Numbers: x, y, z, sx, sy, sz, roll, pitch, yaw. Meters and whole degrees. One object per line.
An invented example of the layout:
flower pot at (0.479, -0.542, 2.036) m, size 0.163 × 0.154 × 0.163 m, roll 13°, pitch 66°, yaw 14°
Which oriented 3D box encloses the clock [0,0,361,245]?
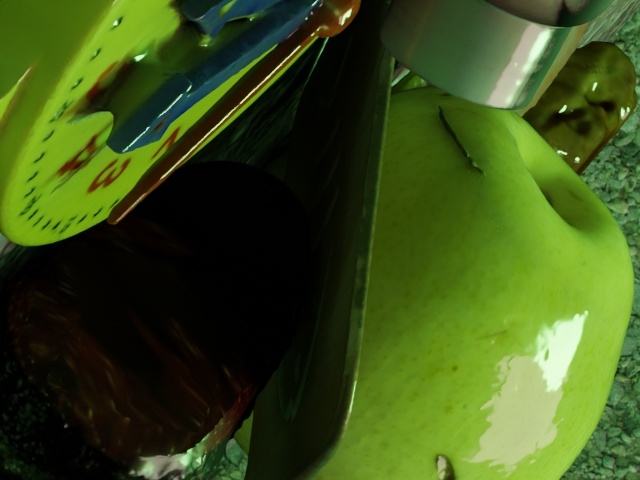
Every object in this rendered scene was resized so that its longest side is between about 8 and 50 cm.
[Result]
clock at (-0.017, -0.100, 0.651) m, size 0.277 × 0.071 × 0.293 m, roll -49°, pitch 175°, yaw 20°

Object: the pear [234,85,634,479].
pear at (0.067, 0.046, 1.256) m, size 0.309 × 0.309 × 0.309 m, roll -46°, pitch 175°, yaw -5°

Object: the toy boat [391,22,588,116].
toy boat at (0.132, -0.149, 1.422) m, size 0.318 × 0.099 × 0.141 m, roll -44°, pitch 147°, yaw -34°

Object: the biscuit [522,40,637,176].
biscuit at (0.087, -0.009, 1.674) m, size 0.342 × 0.166 × 0.395 m, roll -41°, pitch 171°, yaw -36°

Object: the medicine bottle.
medicine bottle at (0.099, -0.156, 0.817) m, size 0.119 × 0.094 × 0.188 m, roll -25°, pitch 145°, yaw -58°

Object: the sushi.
sushi at (-0.092, 0.056, 0.925) m, size 0.126 × 0.136 × 0.225 m, roll -49°, pitch -178°, yaw 42°

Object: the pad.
pad at (0.000, 0.000, 0.990) m, size 0.286 × 0.018 × 0.284 m, roll 119°, pitch -20°, yaw -69°
